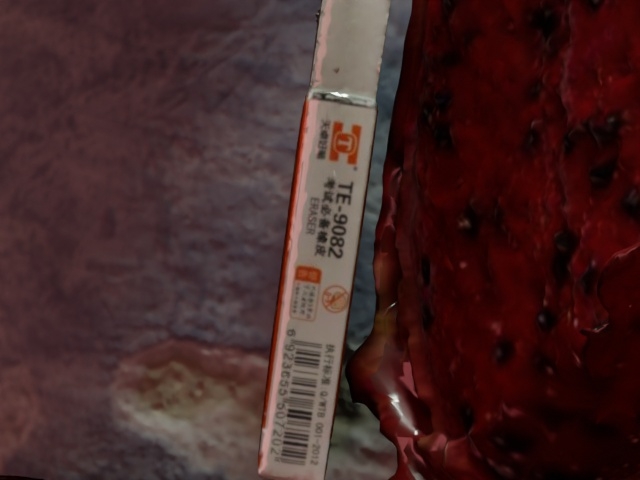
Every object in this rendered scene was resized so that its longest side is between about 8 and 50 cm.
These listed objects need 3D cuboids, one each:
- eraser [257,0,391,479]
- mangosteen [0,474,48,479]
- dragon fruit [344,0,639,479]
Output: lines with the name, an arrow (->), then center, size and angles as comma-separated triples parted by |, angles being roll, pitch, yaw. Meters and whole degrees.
eraser -> 0.000, 0.000, 0.731 | 0.038, 0.157, 0.230 | 8, 86, -1
mangosteen -> -0.136, 0.245, 0.707 | 0.300, 0.300, 0.300 | -3, 82, 23
dragon fruit -> 0.159, -0.014, 0.707 | 0.286, 0.228, 0.329 | 52, 128, 52
